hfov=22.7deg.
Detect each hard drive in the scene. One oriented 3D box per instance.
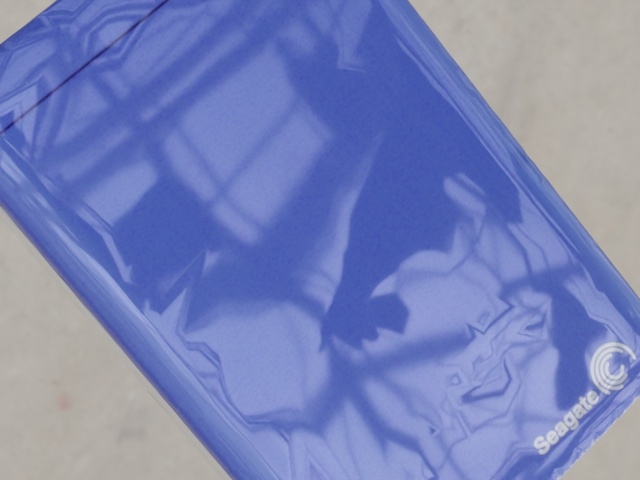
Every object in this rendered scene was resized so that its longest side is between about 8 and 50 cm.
[{"bbox_3d":[0.000,0.000,0.741,0.210,0.040,0.318,-42,100,-18],"label":"hard drive"}]
